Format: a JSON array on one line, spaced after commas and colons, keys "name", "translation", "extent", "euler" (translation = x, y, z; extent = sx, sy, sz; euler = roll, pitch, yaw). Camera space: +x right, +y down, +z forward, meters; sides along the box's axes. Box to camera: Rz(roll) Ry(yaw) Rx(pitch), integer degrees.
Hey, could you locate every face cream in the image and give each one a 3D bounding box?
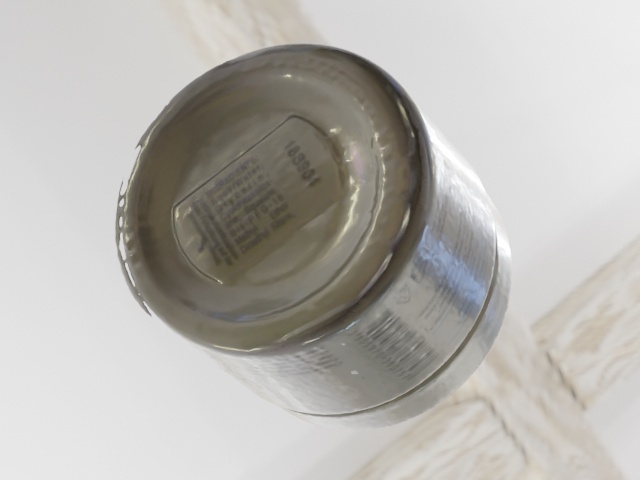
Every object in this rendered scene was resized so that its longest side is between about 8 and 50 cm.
[{"name": "face cream", "translation": [0.000, 0.000, 0.937], "extent": [0.153, 0.177, 0.177], "euler": [42, -129, -58]}]
